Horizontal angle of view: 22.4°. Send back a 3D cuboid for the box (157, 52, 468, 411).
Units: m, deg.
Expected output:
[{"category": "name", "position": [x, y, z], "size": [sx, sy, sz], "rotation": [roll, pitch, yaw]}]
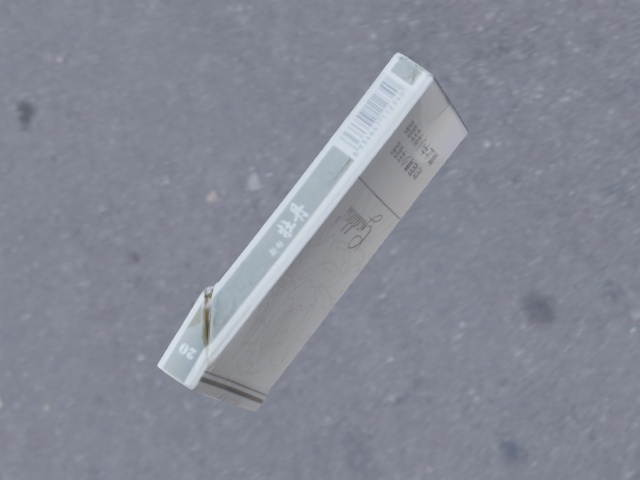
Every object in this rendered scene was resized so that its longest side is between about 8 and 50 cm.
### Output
[{"category": "box", "position": [0.000, 0.000, 0.840], "size": [0.029, 0.109, 0.198], "rotation": [38, 90, 19]}]
